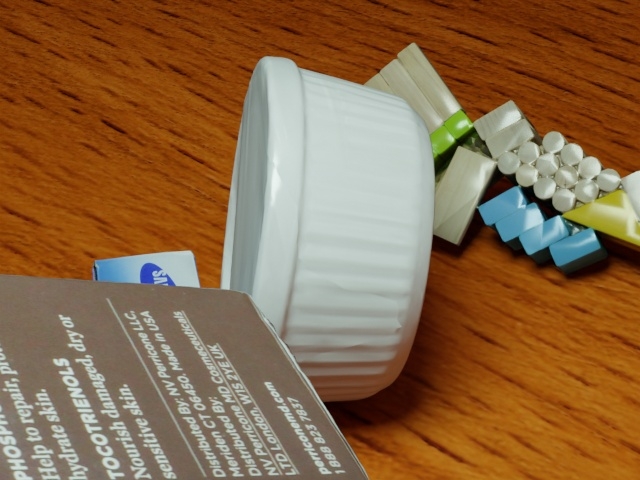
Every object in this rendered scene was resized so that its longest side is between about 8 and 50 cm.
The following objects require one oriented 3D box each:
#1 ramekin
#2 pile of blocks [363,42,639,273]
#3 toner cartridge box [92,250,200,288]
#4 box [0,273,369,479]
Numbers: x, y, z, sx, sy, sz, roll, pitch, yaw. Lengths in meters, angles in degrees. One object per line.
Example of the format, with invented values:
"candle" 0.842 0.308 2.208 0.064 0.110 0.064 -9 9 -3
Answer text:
"ramekin" 0.000 0.000 1.093 0.127 0.273 0.273 6 32 -10
"pile of blocks" 0.182 -0.044 1.307 0.362 0.149 0.112 29 0 25
"toner cartridge box" -0.092 0.169 0.915 0.075 0.165 0.348 -6 34 -9
"box" -0.190 0.115 0.498 0.381 0.191 0.143 6 32 -33
